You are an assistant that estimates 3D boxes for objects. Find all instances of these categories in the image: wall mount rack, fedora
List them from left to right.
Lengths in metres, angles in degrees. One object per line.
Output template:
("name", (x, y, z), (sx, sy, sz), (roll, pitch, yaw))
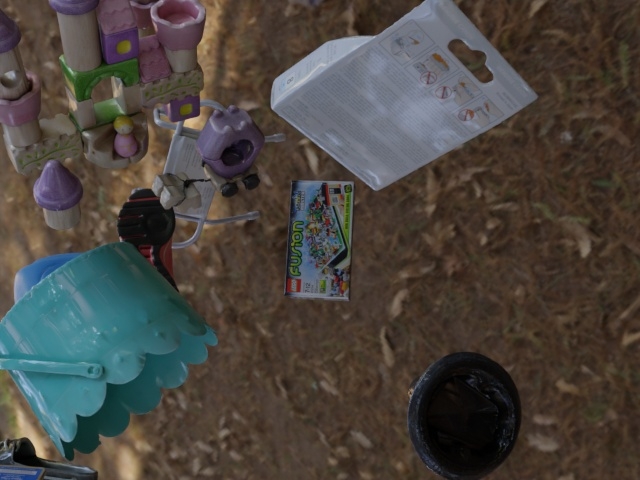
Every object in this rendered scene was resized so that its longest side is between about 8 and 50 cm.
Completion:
("wall mount rack", (-0.240, -0.150, 1.832), (0.130, 0.304, 0.350), (-113, 39, -59))
("fedora", (0.322, 0.416, 2.025), (0.152, 0.334, 0.334), (6, 123, 65))

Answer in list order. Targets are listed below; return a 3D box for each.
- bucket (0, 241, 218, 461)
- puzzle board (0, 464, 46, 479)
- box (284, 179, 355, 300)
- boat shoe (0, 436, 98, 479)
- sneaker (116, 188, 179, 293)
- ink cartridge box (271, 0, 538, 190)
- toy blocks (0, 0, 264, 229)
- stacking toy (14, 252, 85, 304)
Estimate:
("bucket", (-0.298, 0.148, 1.151), (0.183, 0.281, 0.281), (48, 141, 11))
("puzzle board", (-0.250, 0.174, 0.520), (0.128, 0.096, 0.011), (2, 116, 4))
("box", (0.000, 0.000, 1.454), (0.114, 0.206, 0.036), (1, 169, 6))
("boat shoe", (-0.543, 0.408, 1.492), (0.335, 0.121, 0.119), (14, 86, 8))
("sneaker", (-0.352, 0.047, 1.676), (0.136, 0.116, 0.313), (121, 144, -59))
("ink cartridge box", (0.150, -0.276, 1.531), (0.385, 0.091, 0.308), (-30, 132, 32))
("toy blocks", (-0.250, -0.208, 0.964), (0.309, 0.289, 0.260), (53, 152, 30))
("stacking toy", (-0.432, 0.186, 1.475), (0.165, 0.175, 0.301), (-119, 28, -53))
